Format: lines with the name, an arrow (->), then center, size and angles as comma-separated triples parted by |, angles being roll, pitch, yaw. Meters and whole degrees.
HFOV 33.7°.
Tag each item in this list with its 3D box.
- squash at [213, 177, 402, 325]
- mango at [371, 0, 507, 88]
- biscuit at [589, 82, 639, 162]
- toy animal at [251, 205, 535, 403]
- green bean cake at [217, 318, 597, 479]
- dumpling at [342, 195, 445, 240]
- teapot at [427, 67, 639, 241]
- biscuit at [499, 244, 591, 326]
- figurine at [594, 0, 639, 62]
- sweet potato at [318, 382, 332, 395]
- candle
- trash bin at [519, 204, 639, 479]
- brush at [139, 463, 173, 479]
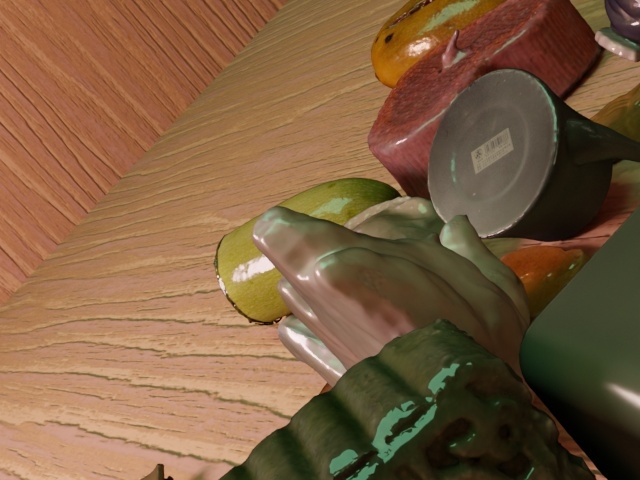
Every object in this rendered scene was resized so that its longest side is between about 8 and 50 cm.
squash -> 0.000, 0.000, 1.271 | 0.247, 0.132, 0.132 | -29, 23, 33
mango -> 0.201, -0.327, 1.587 | 0.295, 0.120, 0.177 | -30, 25, 30
biscuit -> 0.357, -0.141, 1.048 | 0.236, 0.040, 0.144 | -21, 23, 40
toy animal -> 0.078, 0.045, 0.802 | 0.188, 0.308, 0.266 | -40, 26, -11
green bean cake -> 0.069, 0.186, 0.616 | 0.222, 0.227, 0.125 | -40, 18, -6
dumpling -> 0.088, 0.021, 1.105 | 0.136, 0.118, 0.199 | -35, 48, 1
teapot -> 0.205, -0.067, 1.024 | 0.239, 0.149, 0.162 | -17, 67, 50
biscuit -> 0.185, 0.053, 0.973 | 0.118, 0.023, 0.140 | -49, 20, -10
figurine -> 0.419, -0.270, 0.895 | 0.361, 0.211, 0.253 | 3, 34, 46
sweet potato -> 0.067, 0.111, 1.019 | 0.214, 0.050, 0.050 | -45, 19, 5
candle -> 0.185, -0.202, 1.356 | 0.317, 0.131, 0.287 | -43, 17, -5
trash bin -> 0.300, 0.077, 0.506 | 0.223, 0.158, 0.343 | -46, 29, -10
brush -> -0.166, 0.322, 1.062 | 0.043, 0.036, 0.248 | -42, 26, 14
